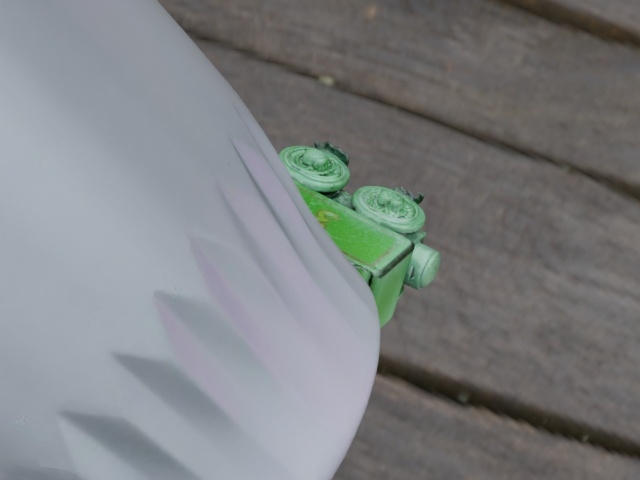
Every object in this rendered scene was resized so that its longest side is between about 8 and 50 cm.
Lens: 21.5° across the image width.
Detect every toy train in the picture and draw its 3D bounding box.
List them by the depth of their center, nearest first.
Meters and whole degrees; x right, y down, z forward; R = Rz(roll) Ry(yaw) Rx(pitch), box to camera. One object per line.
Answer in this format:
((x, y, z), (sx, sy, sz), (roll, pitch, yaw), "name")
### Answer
((0.000, 0.000, 1.821), (0.243, 0.132, 0.188), (28, 33, 18), "toy train")

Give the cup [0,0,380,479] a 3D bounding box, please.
((-0.171, -0.025, 0.606), (0.371, 0.253, 0.253), (45, 59, -26), "cup")
